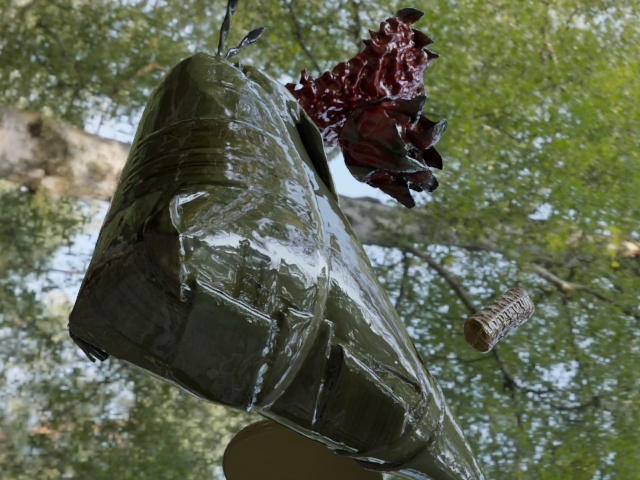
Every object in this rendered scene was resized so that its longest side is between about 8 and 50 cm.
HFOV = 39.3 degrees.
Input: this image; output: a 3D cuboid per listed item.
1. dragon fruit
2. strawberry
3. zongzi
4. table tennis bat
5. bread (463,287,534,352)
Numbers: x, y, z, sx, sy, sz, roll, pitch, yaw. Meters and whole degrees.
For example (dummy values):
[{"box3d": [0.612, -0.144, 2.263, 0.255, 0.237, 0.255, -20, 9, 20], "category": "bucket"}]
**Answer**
[{"box3d": [0.089, -0.122, 1.150, 0.121, 0.130, 0.142, -53, -149, -12], "category": "dragon fruit"}, {"box3d": [0.030, -0.182, 1.275, 0.138, 0.306, 0.233, 52, -15, 0], "category": "strawberry"}, {"box3d": [-0.014, 0.013, 1.013, 0.218, 0.467, 0.500, -38, -150, 29], "category": "zongzi"}, {"box3d": [0.023, 0.318, 1.128, 0.198, 0.320, 0.050, -41, -154, 31], "category": "table tennis bat"}, {"box3d": [0.251, 0.110, 1.257, 0.052, 0.157, 0.044, 55, -47, 8], "category": "bread"}]
